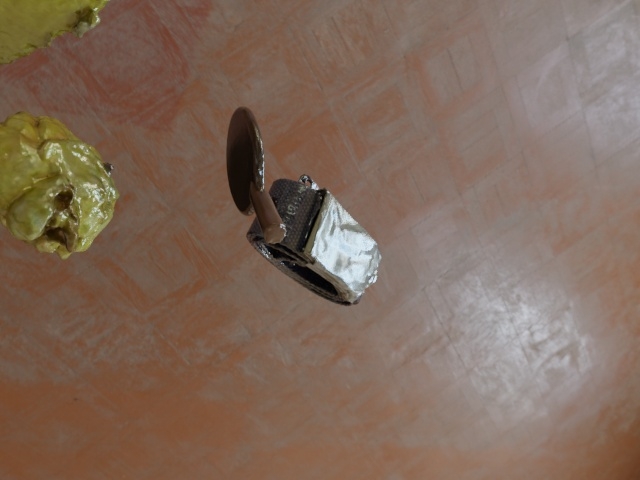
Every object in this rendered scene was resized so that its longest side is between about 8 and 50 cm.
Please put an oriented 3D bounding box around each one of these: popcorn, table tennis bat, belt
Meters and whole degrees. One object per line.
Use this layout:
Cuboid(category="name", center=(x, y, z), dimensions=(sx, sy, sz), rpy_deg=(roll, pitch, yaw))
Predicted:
Cuboid(category="popcorn", center=(-0.434, -0.090, 0.892), dimensions=(0.192, 0.266, 0.233), rpy_deg=(-29, 138, -2))
Cuboid(category="table tennis bat", center=(-0.114, -0.058, 0.524), dimensions=(0.119, 0.170, 0.107), rpy_deg=(-5, 133, -23))
Cuboid(category="belt", center=(0.000, 0.000, 0.832), dimensions=(0.230, 0.139, 0.126), rpy_deg=(42, 65, -42))

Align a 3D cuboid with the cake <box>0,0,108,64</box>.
Cuboid(category="cake", center=(-0.265, -0.247, 0.440), dimensions=(0.156, 0.260, 0.179), rpy_deg=(26, 64, -58))
